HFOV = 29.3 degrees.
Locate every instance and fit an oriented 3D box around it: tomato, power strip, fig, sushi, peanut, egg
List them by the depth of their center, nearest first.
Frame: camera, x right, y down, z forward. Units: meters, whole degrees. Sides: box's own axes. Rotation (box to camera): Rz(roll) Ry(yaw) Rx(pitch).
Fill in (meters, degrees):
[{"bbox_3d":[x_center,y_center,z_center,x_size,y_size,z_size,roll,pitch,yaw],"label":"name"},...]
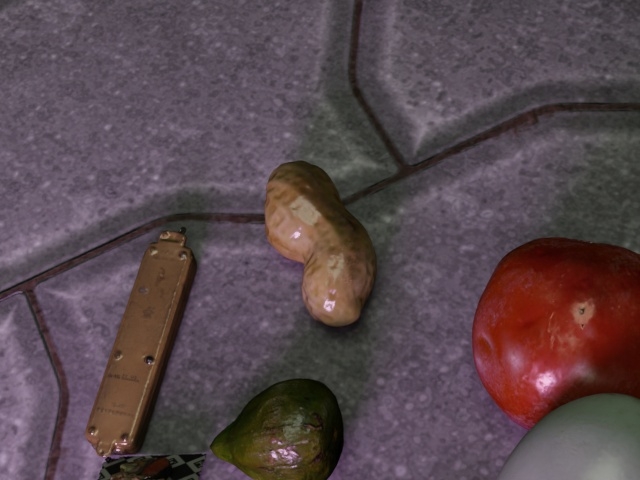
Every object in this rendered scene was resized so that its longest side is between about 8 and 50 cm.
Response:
[{"bbox_3d":[0.258,0.282,1.179,0.203,0.203,0.282,20,99,20],"label":"egg"},{"bbox_3d":[0.271,0.101,1.305,0.232,0.188,0.232,-5,60,10],"label":"tomato"},{"bbox_3d":[-0.053,0.211,1.343,0.156,0.123,0.123,-1,60,23],"label":"fig"},{"bbox_3d":[-0.195,0.259,1.349,0.120,0.026,0.126,-4,22,6],"label":"sushi"},{"bbox_3d":[-0.208,0.119,1.463,0.064,0.044,0.305,8,64,14],"label":"power strip"},{"bbox_3d":[0.000,0.000,1.464,0.103,0.098,0.229,-49,54,30],"label":"peanut"}]
